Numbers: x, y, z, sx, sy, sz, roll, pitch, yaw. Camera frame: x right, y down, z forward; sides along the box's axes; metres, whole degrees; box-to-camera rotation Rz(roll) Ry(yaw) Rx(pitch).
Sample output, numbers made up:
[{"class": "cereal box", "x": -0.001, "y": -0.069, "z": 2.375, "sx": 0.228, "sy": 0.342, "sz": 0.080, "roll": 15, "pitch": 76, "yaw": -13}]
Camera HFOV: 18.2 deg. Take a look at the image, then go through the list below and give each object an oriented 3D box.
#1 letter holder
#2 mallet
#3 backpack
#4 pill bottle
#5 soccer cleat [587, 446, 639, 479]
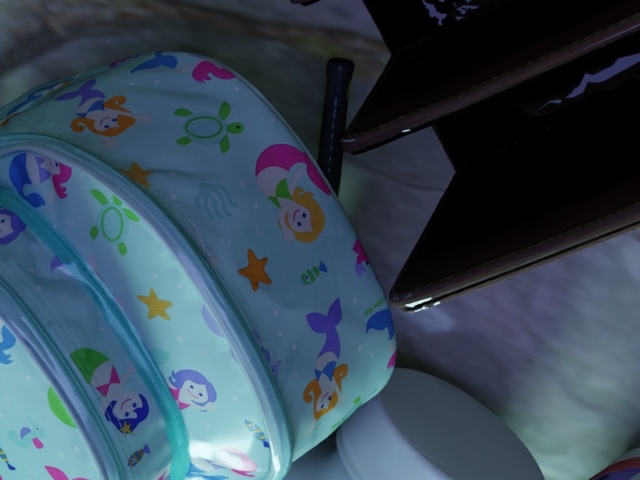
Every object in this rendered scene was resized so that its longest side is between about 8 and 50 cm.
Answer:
[{"class": "letter holder", "x": 0.144, "y": -0.112, "z": 0.900, "sx": 0.302, "sy": 0.214, "sz": 0.152, "roll": -24, "pitch": 106, "yaw": 23}, {"class": "mallet", "x": 0.000, "y": 0.000, "z": 1.061, "sx": 0.039, "sy": 0.062, "sz": 0.189, "roll": 7, "pitch": 111, "yaw": 6}, {"class": "backpack", "x": -0.096, "y": 0.030, "z": 0.965, "sx": 0.253, "sy": 0.191, "sz": 0.225, "roll": -14, "pitch": 110, "yaw": 49}, {"class": "pill bottle", "x": 0.001, "y": 0.206, "z": 1.090, "sx": 0.152, "sy": 0.152, "sz": 0.272, "roll": 34, "pitch": 112, "yaw": -6}, {"class": "soccer cleat", "x": 0.126, "y": 0.261, "z": 1.100, "sx": 0.108, "sy": 0.116, "sz": 0.318, "roll": 31, "pitch": 112, "yaw": 28}]
